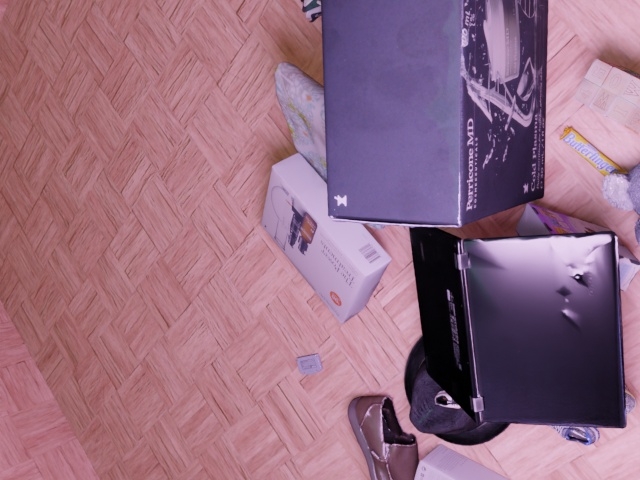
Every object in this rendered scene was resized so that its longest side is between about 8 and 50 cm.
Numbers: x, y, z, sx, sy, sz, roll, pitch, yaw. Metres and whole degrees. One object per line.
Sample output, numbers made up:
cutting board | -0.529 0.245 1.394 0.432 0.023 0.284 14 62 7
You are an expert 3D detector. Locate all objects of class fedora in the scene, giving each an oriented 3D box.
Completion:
fedora | 0.314 0.367 1.659 0.334 0.152 0.334 8 103 35

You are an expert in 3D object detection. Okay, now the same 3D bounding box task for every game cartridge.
game cartridge | -0.031 0.364 2.000 0.083 0.017 0.056 -18 85 37

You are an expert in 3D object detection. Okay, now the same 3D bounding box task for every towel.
towel | 0.032 -0.216 1.643 0.320 0.090 0.374 41 162 36

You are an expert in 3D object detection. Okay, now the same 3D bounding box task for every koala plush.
koala plush | 0.661 -0.059 1.314 0.196 0.203 0.221 -26 69 6

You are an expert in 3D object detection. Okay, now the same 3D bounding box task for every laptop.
laptop | 0.377 0.150 1.383 0.408 0.236 0.382 -142 42 -72

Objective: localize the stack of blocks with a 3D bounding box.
stack of blocks | 0.650 -0.231 1.280 0.297 0.171 0.087 48 124 41

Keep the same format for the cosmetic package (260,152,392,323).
cosmetic package | 0.000 0.000 1.783 0.377 0.097 0.284 50 154 18

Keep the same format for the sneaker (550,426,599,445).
sneaker | 0.559 0.423 1.549 0.135 0.058 0.052 18 109 33

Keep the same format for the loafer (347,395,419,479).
loafer | 0.197 0.573 1.797 0.130 0.134 0.366 -35 78 36

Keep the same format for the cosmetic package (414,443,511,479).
cosmetic package | 0.363 0.609 1.694 0.231 0.117 0.085 23 113 33

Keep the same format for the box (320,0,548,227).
box | 0.248 -0.297 1.379 0.297 0.472 0.479 5 103 36

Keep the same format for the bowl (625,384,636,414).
bowl | 0.587 0.320 1.477 0.170 0.080 0.170 7 141 5

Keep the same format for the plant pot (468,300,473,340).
plant pot | 0.486 0.164 1.437 0.291 0.203 0.290 22 122 41

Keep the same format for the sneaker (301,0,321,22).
sneaker | 0.031 -0.599 1.717 0.235 0.094 0.153 43 122 22

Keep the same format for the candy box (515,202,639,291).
candy box | 0.516 0.011 1.382 0.196 0.165 0.070 17 114 -8

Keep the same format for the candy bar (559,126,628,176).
candy bar | 0.574 -0.180 1.445 0.161 0.018 0.040 47 122 19

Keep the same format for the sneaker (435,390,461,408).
sneaker | 0.310 0.366 1.543 0.109 0.044 0.040 -3 89 30
